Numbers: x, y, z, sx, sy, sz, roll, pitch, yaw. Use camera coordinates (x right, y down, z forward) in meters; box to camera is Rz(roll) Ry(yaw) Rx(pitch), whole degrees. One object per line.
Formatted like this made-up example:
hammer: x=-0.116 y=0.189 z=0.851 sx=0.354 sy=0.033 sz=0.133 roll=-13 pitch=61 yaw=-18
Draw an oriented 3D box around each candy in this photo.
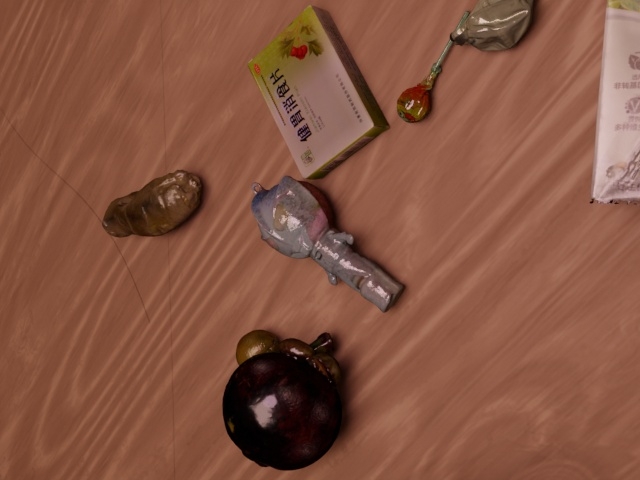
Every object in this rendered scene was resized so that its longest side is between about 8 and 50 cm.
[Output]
candy: x=0.189 y=-0.284 z=1.161 sx=0.060 sy=0.060 sz=0.201 roll=38 pitch=108 yaw=26

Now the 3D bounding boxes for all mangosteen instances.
mangosteen: x=-0.055 y=0.283 z=1.292 sx=0.228 sy=0.228 sz=0.266 roll=26 pitch=80 yaw=31

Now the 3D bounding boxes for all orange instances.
orange: x=-0.123 y=0.220 z=1.400 sx=0.095 sy=0.085 sz=0.085 roll=-35 pitch=74 yaw=34

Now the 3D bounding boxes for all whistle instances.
whistle: x=0.001 y=-0.001 z=1.278 sx=0.346 sy=0.133 sz=0.142 roll=38 pitch=111 yaw=16

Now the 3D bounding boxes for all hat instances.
hat: x=0.282 y=-0.362 z=1.079 sx=0.166 sy=0.081 sz=0.122 roll=-62 pitch=24 yaw=5

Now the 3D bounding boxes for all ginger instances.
ginger: x=-0.360 y=-0.068 z=1.526 sx=0.262 sy=0.109 sz=0.117 roll=-15 pitch=113 yaw=36

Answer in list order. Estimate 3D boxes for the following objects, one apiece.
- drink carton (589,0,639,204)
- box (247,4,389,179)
drink carton: x=0.472 y=-0.202 z=0.913 sx=0.194 sy=0.132 sz=0.325 roll=6 pitch=96 yaw=35
box: x=-0.008 y=-0.266 z=1.288 sx=0.175 sy=0.062 sz=0.261 roll=-34 pitch=75 yaw=32
